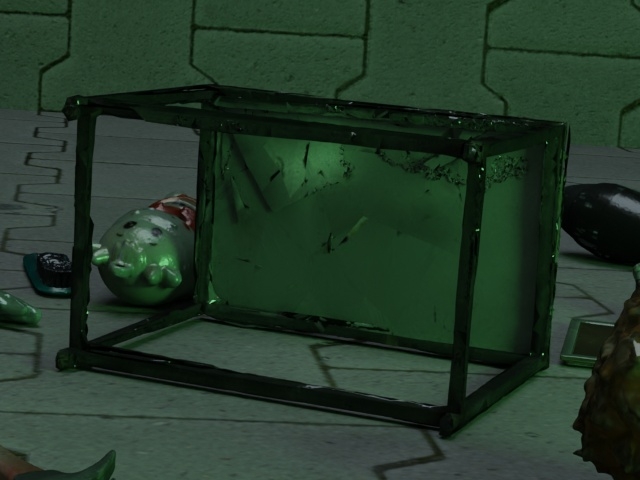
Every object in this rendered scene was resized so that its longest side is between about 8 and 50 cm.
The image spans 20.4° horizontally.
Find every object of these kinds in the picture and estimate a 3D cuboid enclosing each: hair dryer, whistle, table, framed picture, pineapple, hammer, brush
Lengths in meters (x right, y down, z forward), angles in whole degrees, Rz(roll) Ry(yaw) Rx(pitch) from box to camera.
[{"bbox_3d":[0.437,-0.010,2.173,0.235,0.091,0.272,22,13,33],"label":"hair dryer"},{"bbox_3d":[-0.141,0.009,1.715,0.102,0.106,0.253,48,20,9],"label":"whistle"},{"bbox_3d":[0.000,0.000,1.443,0.335,0.222,0.272,7,10,20],"label":"table"},{"bbox_3d":[0.293,0.099,1.623,0.142,0.011,0.183,6,9,10],"label":"framed picture"},{"bbox_3d":[0.261,0.112,1.113,0.193,0.166,0.166,25,12,6],"label":"pineapple"},{"bbox_3d":[-0.225,0.128,1.133,0.111,0.033,0.288,-3,11,-34],"label":"hammer"},{"bbox_3d":[-0.268,0.023,1.763,0.043,0.032,0.193,1,11,-16],"label":"brush"}]

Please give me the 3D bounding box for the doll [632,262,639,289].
[{"bbox_3d":[0.344,0.061,1.761,0.076,0.050,0.083,22,6,-6],"label":"doll"}]

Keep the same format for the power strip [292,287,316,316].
[{"bbox_3d":[0.087,0.056,1.683,0.270,0.046,0.118,3,9,-11],"label":"power strip"}]

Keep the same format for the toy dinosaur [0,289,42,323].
[{"bbox_3d":[-0.406,0.032,1.453,0.383,0.076,0.129,7,-25,-23],"label":"toy dinosaur"}]
